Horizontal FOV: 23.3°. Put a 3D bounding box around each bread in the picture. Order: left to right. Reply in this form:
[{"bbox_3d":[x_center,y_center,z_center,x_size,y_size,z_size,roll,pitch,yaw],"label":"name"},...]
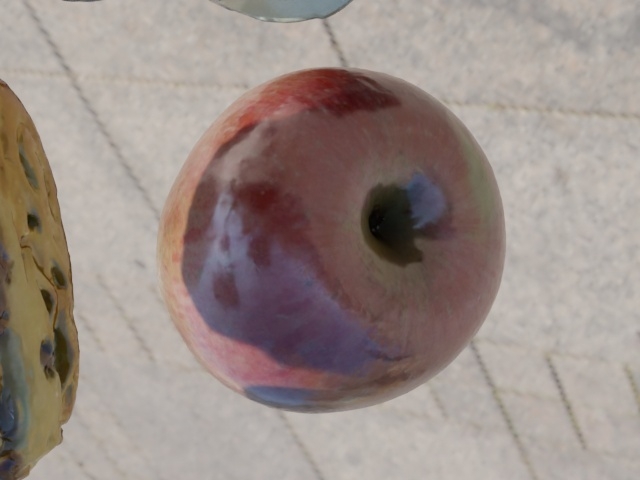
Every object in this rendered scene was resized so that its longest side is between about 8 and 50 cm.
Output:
[{"bbox_3d":[-0.219,-0.003,0.819,0.210,0.099,0.235,17,125,38],"label":"bread"}]

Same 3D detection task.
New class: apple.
[{"bbox_3d":[0.000,0.000,1.424,0.345,0.345,0.269,46,149,-24],"label":"apple"}]

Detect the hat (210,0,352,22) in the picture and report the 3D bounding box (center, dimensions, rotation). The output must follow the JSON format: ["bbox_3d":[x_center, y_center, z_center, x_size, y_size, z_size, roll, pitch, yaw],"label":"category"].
[{"bbox_3d":[-0.014,-0.349,1.461,0.168,0.301,0.258,43,-167,28],"label":"hat"}]
